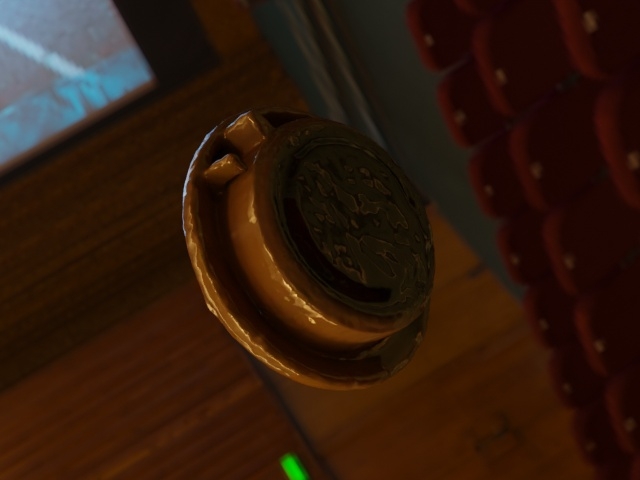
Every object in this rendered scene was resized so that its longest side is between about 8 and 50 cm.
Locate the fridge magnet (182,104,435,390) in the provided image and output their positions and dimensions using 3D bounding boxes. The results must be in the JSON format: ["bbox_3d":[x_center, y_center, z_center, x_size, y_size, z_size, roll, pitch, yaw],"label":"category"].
[{"bbox_3d":[0.000,0.000,0.728,0.063,0.143,0.143,-34,86,43],"label":"fridge magnet"}]
